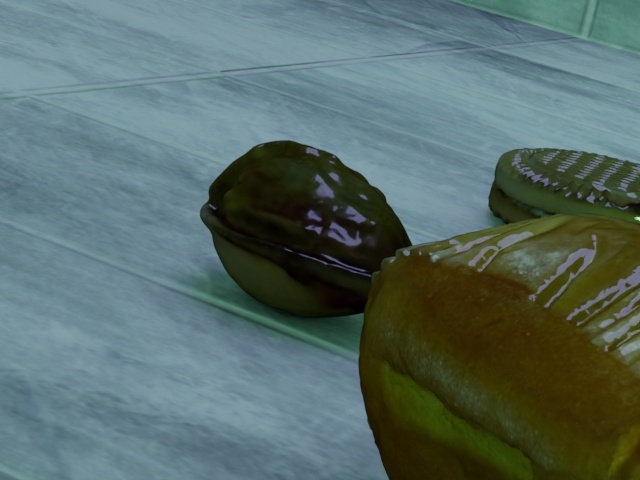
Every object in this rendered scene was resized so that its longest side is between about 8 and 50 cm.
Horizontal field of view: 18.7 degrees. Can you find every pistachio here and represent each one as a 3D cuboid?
[{"bbox_3d":[0.000,0.000,1.530,0.210,0.131,0.165,32,20,31],"label":"pistachio"}]

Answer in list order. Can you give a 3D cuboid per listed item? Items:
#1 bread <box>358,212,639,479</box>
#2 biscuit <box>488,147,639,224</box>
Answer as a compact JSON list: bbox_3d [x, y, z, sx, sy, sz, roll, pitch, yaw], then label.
[{"bbox_3d":[0.142,0.101,1.104,0.156,0.204,0.288,-18,31,-33],"label":"bread"},{"bbox_3d":[0.292,-0.035,1.980,0.259,0.079,0.259,12,15,-3],"label":"biscuit"}]
